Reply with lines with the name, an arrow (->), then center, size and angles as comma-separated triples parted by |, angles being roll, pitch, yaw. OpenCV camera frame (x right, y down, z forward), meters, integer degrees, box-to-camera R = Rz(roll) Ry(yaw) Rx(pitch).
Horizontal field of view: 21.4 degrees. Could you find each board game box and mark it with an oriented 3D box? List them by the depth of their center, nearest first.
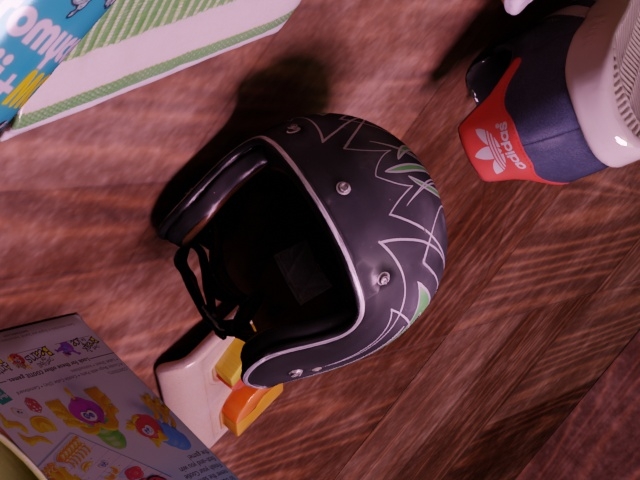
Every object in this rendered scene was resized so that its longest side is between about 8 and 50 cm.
board game box -> -0.127, 0.194, 0.988 | 0.142, 0.275, 0.144 | -55, 160, 23

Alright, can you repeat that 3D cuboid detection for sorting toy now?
sorting toy -> -0.034, 0.076, 1.328 | 0.208, 0.038, 0.193 | -41, 161, -18

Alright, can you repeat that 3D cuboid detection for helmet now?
helmet -> 0.000, 0.000, 1.052 | 0.161, 0.169, 0.169 | -35, 165, 16

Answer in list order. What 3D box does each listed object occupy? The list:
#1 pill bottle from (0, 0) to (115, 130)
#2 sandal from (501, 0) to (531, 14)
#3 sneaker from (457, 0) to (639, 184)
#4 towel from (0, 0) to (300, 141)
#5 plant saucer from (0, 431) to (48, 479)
pill bottle -> -0.126, -0.120, 0.545 | 0.264, 0.146, 0.146 | -48, 162, 4
sandal -> 0.114, -0.258, 0.927 | 0.102, 0.076, 0.265 | -45, 147, -55
sneaker -> 0.199, -0.134, 1.317 | 0.148, 0.131, 0.350 | -18, -170, 27
towel -> -0.030, -0.204, 0.764 | 0.248, 0.038, 0.325 | -28, 152, -47
plant saucer -> -0.225, 0.161, 0.829 | 0.241, 0.241, 0.037 | -54, -171, 21
